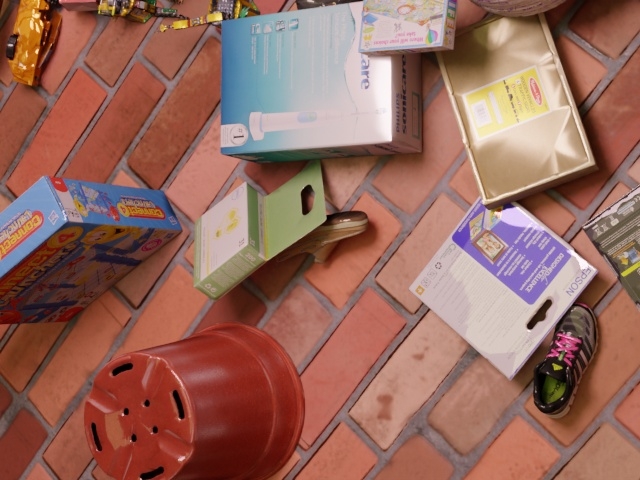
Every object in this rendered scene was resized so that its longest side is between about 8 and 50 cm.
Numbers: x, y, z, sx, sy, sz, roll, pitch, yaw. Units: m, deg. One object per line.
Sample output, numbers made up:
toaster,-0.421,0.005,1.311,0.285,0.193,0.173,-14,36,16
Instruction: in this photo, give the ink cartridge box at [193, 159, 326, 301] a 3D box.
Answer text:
ink cartridge box,-0.100,-0.030,1.714,0.235,0.056,0.171,-37,32,23

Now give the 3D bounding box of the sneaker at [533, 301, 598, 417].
sneaker,0.338,0.169,1.517,0.063,0.075,0.170,21,97,27

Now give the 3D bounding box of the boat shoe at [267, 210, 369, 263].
boat shoe,0.000,0.000,1.712,0.190,0.068,0.072,-10,97,38

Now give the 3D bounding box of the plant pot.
plant pot,-0.207,0.267,1.690,0.272,0.265,0.272,-1,88,28

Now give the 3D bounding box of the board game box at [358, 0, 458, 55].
board game box,0.122,-0.314,1.514,0.154,0.026,0.103,6,89,44

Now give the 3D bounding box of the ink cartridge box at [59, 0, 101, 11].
ink cartridge box,-0.420,-0.504,1.886,0.067,0.115,0.198,-4,95,-5

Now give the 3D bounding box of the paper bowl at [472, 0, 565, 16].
paper bowl,0.292,-0.448,1.502,0.284,0.148,0.284,-12,71,39

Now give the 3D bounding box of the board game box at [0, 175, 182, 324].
board game box,-0.436,0.025,1.798,0.308,0.302,0.086,-37,73,22

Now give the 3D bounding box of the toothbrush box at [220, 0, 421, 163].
toothbrush box,0.000,-0.239,1.679,0.295,0.126,0.216,-3,86,28

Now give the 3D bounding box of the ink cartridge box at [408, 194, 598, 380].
ink cartridge box,0.264,0.059,1.576,0.208,0.045,0.206,43,106,24

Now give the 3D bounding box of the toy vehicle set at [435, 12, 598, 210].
toy vehicle set,0.275,-0.196,1.560,0.166,0.035,0.267,-20,74,18

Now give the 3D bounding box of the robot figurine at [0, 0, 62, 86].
robot figurine,-0.557,-0.438,1.975,0.211,0.085,0.291,14,94,-5

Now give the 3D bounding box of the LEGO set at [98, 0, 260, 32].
LEGO set,-0.253,-0.466,1.782,0.331,0.192,0.255,21,98,27

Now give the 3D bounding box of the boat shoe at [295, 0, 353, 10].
boat shoe,0.024,-0.381,1.722,0.133,0.049,0.042,-4,114,21

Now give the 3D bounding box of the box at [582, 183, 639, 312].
box,0.519,-0.007,1.440,0.270,0.060,0.216,-39,72,21
